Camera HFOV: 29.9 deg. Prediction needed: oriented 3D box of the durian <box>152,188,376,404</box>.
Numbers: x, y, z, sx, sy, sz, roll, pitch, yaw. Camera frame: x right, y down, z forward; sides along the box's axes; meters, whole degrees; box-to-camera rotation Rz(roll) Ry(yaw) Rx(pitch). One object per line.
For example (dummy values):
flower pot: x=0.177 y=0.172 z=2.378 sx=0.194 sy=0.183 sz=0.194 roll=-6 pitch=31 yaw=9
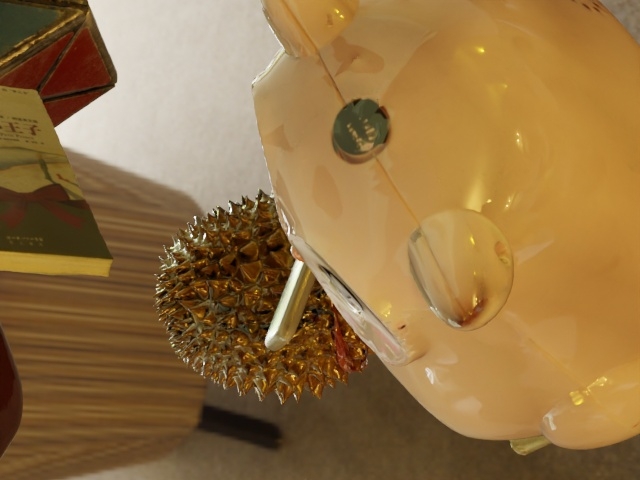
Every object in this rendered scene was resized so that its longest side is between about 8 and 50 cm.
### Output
durian: x=-0.060 y=0.074 z=1.824 sx=0.384 sy=0.347 sz=0.347 roll=-32 pitch=53 yaw=23

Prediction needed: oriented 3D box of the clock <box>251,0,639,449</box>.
clock: x=0.124 y=-0.041 z=0.822 sx=0.250 sy=0.376 sz=0.368 roll=-35 pitch=66 yaw=16

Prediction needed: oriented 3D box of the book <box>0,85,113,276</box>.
book: x=-0.327 y=-0.068 z=1.139 sx=0.289 sy=0.201 sz=0.026 roll=56 pitch=130 yaw=40

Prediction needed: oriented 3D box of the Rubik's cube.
Rubik's cube: x=-0.439 y=-0.269 z=1.530 sx=0.260 sy=0.259 sz=0.255 roll=55 pitch=170 yaw=10

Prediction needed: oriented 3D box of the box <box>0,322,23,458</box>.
box: x=-0.474 y=0.204 z=1.416 sx=0.404 sy=0.108 sz=0.263 roll=-73 pitch=-31 yaw=-66

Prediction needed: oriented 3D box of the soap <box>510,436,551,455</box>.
soap: x=0.324 y=0.118 z=1.290 sx=0.274 sy=0.173 sz=0.089 roll=-32 pitch=94 yaw=30

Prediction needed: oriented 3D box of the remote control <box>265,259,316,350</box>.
remote control: x=0.000 y=0.000 z=1.309 sx=0.261 sy=0.029 sz=0.067 roll=-69 pitch=10 yaw=-24
